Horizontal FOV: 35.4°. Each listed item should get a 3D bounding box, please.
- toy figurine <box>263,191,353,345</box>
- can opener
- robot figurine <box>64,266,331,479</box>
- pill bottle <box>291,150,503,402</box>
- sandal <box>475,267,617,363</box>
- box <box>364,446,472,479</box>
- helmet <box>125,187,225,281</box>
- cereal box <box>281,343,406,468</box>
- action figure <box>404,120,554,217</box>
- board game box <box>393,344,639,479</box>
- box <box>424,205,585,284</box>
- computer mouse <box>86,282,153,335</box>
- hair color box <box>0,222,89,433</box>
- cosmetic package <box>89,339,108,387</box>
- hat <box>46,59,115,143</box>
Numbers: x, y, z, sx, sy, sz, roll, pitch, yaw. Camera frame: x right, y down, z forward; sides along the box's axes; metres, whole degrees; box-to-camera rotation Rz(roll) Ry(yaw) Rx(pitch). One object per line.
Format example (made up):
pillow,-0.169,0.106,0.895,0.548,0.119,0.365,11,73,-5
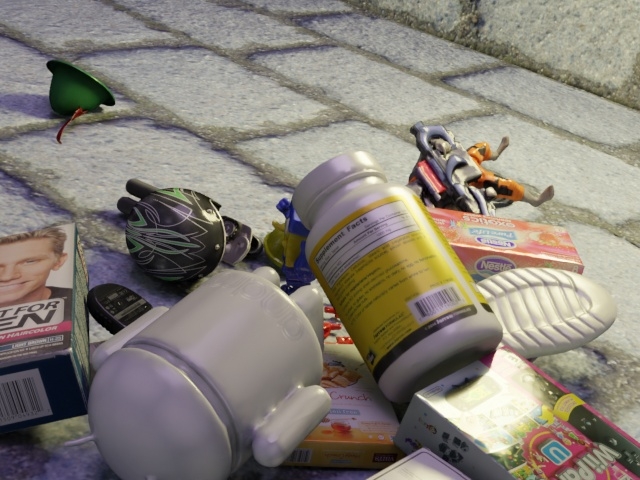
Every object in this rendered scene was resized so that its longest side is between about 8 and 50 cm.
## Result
toy figurine,0.000,0.000,1.636,0.191,0.217,0.362,10,27,-4
can opener,-0.234,-0.030,1.815,0.283,0.076,0.095,23,-4,25
robot figurine,-0.136,0.172,1.212,0.300,0.200,0.353,19,40,31
pill bottle,0.096,0.044,1.413,0.188,0.188,0.334,-10,59,-37
sandal,0.268,0.149,1.566,0.416,0.102,0.169,-15,51,-20
box,0.079,0.350,1.095,0.169,0.087,0.290,29,31,34
helmet,-0.234,-0.009,1.639,0.169,0.169,0.161,11,9,1
cereal box,0.008,0.221,1.382,0.173,0.047,0.240,4,26,-14
action figure,0.315,-0.085,2.083,0.330,0.178,0.341,-10,59,-24
board game box,0.279,0.281,1.261,0.303,0.098,0.224,38,36,29
box,0.282,0.049,1.737,0.299,0.142,0.154,9,26,-4
computer mouse,-0.229,0.143,1.379,0.242,0.041,0.071,39,37,17
hair color box,-0.405,0.110,1.343,0.173,0.105,0.347,-11,29,-7
cosmetic package,-0.274,0.167,1.393,0.115,0.041,0.060,-7,31,-32
hat,-0.578,-0.285,2.241,0.173,0.184,0.208,23,-14,10
